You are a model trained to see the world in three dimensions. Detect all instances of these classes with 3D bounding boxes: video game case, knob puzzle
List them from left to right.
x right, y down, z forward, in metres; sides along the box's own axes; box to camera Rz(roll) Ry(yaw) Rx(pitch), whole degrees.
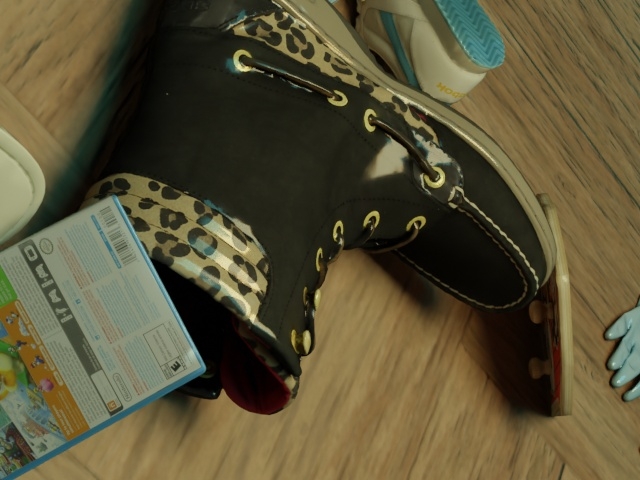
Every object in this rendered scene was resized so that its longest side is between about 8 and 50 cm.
[{"bbox_3d":[-0.165,0.063,0.843,0.166,0.015,0.119,-29,101,-13],"label":"video game case"},{"bbox_3d":[0.188,0.053,1.235,0.213,0.030,0.213,-4,90,-87],"label":"knob puzzle"}]

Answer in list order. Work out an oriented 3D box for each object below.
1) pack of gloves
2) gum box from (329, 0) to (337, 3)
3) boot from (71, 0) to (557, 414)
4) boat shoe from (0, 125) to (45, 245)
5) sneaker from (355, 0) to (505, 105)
[{"bbox_3d":[0.372,0.132,1.467,0.232,0.046,0.195,-38,106,-48],"label":"pack of gloves"},{"bbox_3d":[-0.045,-0.273,1.104,0.184,0.041,0.157,53,18,-22],"label":"gum box"},{"bbox_3d":[0.000,0.000,1.027,0.377,0.138,0.284,43,47,-24],"label":"boot"},{"bbox_3d":[-0.281,-0.066,0.758,0.319,0.116,0.099,14,30,-50],"label":"boat shoe"},{"bbox_3d":[0.062,-0.212,1.219,0.087,0.092,0.229,3,55,-45],"label":"sneaker"}]
